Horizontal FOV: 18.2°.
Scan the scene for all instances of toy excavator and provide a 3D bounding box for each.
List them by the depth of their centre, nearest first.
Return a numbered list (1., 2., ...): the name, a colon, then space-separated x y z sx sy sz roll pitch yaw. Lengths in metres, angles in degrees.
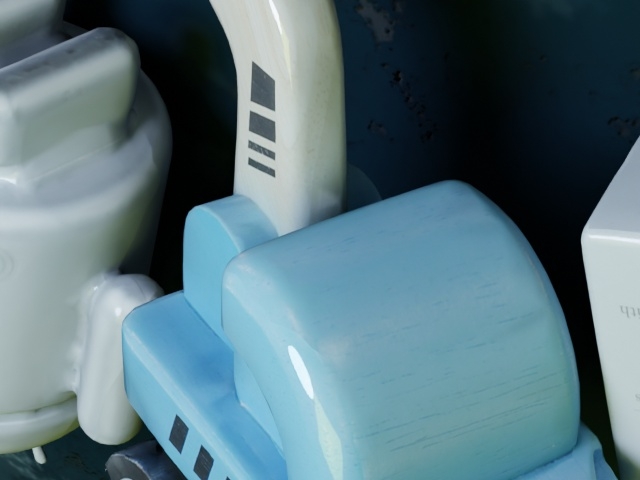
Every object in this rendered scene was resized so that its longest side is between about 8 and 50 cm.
1. toy excavator: 0.000 0.000 1.065 0.433 0.222 0.445 46 143 42

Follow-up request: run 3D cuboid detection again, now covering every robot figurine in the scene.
1. robot figurine: -0.206 -0.003 1.266 0.300 0.199 0.353 45 141 28

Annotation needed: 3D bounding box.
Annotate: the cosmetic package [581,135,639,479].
1. cosmetic package: 0.302 0.143 1.095 0.230 0.161 0.453 7 129 28
